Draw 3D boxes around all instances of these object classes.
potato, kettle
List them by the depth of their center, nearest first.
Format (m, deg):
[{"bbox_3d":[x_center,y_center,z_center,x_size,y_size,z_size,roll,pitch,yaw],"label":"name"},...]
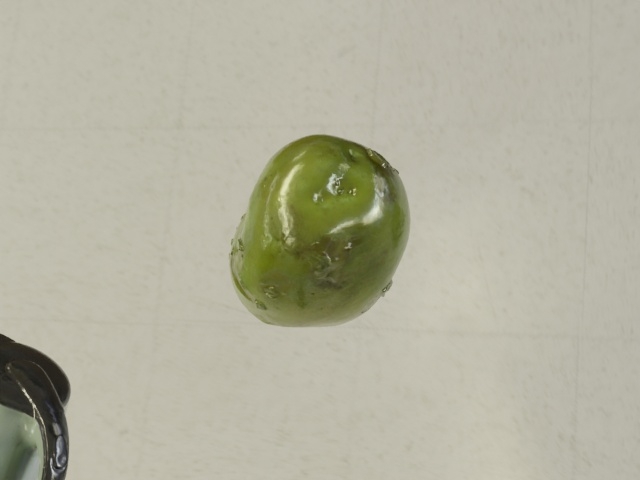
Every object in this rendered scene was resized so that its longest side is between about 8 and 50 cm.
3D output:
[{"bbox_3d":[0.000,0.000,1.233,0.148,0.253,0.186,37,72,23],"label":"potato"},{"bbox_3d":[-0.395,0.262,1.548,0.221,0.161,0.236,44,114,35],"label":"kettle"}]
